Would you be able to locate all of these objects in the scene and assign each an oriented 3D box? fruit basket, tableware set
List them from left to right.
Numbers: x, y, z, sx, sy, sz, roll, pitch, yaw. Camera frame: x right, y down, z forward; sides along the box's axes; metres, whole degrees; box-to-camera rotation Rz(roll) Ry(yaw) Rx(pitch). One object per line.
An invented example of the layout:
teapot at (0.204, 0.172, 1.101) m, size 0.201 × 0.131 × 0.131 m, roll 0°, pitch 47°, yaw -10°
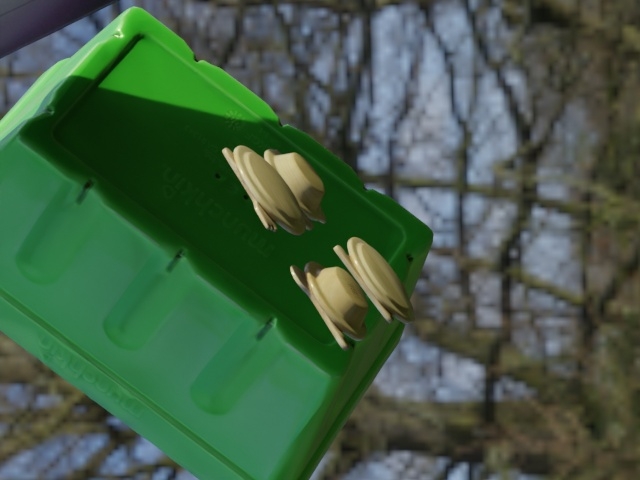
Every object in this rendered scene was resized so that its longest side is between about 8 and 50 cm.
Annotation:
fruit basket at (-0.123, 0.031, 1.497) m, size 0.283 × 0.392 × 0.392 m, roll -54°, pitch -33°, yaw -38°
tableware set at (0.000, 0.000, 1.128) m, size 0.141 × 0.020 × 0.169 m, roll 55°, pitch -164°, yaw 5°

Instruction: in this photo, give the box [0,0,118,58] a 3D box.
box at (-0.208, -0.289, 1.156) m, size 0.183 × 0.296 × 0.294 m, roll 50°, pitch 166°, yaw 57°
